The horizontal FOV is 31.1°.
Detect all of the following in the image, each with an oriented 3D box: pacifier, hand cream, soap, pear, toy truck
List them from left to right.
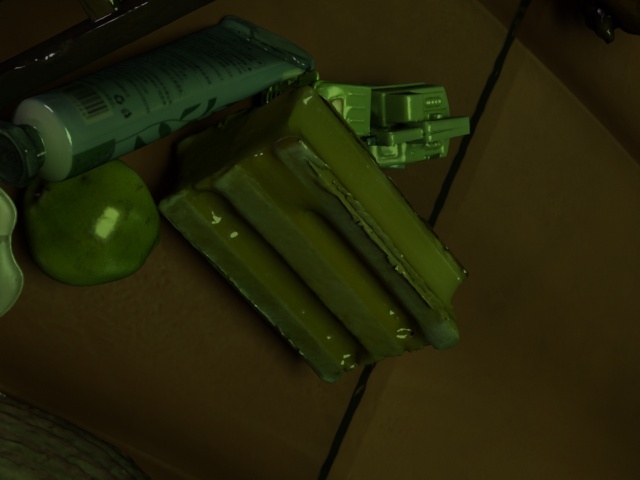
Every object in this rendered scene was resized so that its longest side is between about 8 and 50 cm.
[{"bbox_3d":[-0.224,0.010,0.708,0.082,0.078,0.099,-8,103,-19],"label":"pacifier"},{"bbox_3d":[-0.148,-0.013,0.766,0.097,0.092,0.092,17,84,-42],"label":"pear"},{"bbox_3d":[-0.109,-0.100,0.766,0.256,0.088,0.055,-35,144,-44],"label":"hand cream"},{"bbox_3d":[0.000,0.001,0.861,0.233,0.135,0.076,50,34,-32],"label":"soap"},{"bbox_3d":[0.041,-0.093,0.914,0.169,0.100,0.077,0,94,-43],"label":"toy truck"}]

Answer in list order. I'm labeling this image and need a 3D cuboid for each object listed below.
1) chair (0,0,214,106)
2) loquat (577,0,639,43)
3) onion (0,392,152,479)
[{"bbox_3d":[-0.107,-0.257,0.722,0.240,0.416,0.203,-94,158,-57],"label":"chair"},{"bbox_3d":[0.323,-0.295,1.070,0.244,0.244,0.243,-7,100,-41],"label":"loquat"},{"bbox_3d":[-0.209,0.177,0.659,0.250,0.247,0.111,23,102,-17],"label":"onion"}]
